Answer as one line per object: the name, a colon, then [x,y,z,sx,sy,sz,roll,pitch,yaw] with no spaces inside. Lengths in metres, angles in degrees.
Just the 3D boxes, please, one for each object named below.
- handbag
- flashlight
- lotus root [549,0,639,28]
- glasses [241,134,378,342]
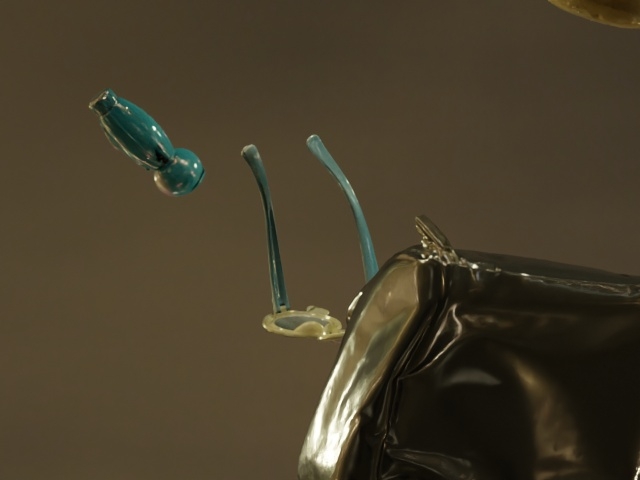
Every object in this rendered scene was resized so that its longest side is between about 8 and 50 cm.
handbag: [0.143,0.111,1.001,0.302,0.178,0.275,5,-76,-27]
flashlight: [-0.162,-0.094,1.104,0.051,0.051,0.129,-33,-64,22]
lotus root: [0.193,-0.189,0.825,0.150,0.073,0.062,24,-36,12]
glasses: [-0.024,0.012,1.173,0.190,0.088,0.220,3,-58,57]
